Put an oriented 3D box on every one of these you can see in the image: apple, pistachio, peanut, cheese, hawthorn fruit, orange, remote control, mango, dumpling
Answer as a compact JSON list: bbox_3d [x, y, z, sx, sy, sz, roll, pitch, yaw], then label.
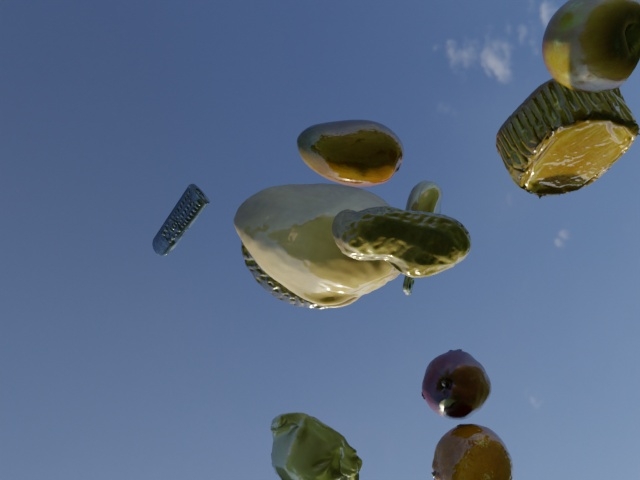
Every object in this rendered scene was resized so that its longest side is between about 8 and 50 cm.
[{"bbox_3d":[0.428,-0.299,1.014,0.163,0.147,0.146,16,-89,-14],"label":"apple"},{"bbox_3d":[0.000,0.000,1.159,0.193,0.318,0.214,39,-110,-74],"label":"pistachio"},{"bbox_3d":[0.111,0.000,0.914,0.194,0.083,0.093,5,-76,-4],"label":"peanut"},{"bbox_3d":[0.222,-0.011,1.513,0.163,0.071,0.249,74,-147,-44],"label":"cheese"},{"bbox_3d":[0.346,0.379,1.739,0.202,0.185,0.185,22,-94,-62],"label":"hawthorn fruit"},{"bbox_3d":[0.383,0.575,1.681,0.193,0.219,0.219,0,-81,-26],"label":"orange"},{"bbox_3d":[-0.238,-0.030,1.114,0.043,0.152,0.027,51,-146,14],"label":"remote control"},{"bbox_3d":[0.063,-0.180,1.368,0.221,0.151,0.120,0,-41,-12],"label":"mango"},{"bbox_3d":[-0.007,0.461,1.425,0.258,0.193,0.147,59,-141,-20],"label":"dumpling"}]

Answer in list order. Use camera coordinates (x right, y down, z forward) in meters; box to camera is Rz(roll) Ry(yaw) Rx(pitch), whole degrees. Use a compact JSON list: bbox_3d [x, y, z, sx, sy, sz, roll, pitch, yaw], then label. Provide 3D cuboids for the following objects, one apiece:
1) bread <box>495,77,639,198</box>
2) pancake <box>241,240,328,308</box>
[{"bbox_3d":[0.482,-0.204,1.309,0.227,0.253,0.142,0,-119,-25],"label":"bread"},{"bbox_3d":[-0.036,0.028,1.455,0.033,0.288,0.286,-60,-45,-62],"label":"pancake"}]
